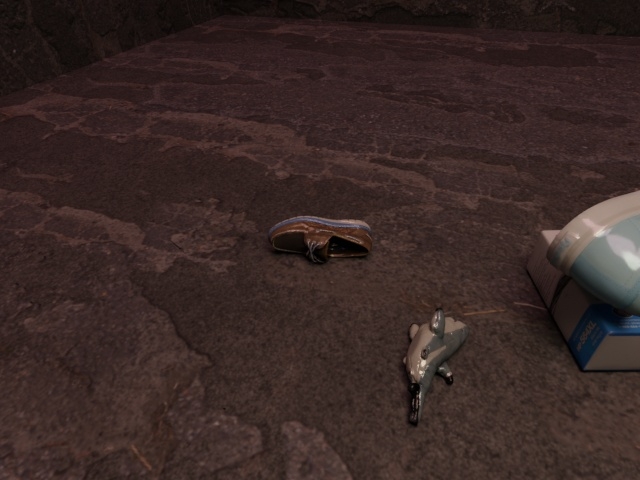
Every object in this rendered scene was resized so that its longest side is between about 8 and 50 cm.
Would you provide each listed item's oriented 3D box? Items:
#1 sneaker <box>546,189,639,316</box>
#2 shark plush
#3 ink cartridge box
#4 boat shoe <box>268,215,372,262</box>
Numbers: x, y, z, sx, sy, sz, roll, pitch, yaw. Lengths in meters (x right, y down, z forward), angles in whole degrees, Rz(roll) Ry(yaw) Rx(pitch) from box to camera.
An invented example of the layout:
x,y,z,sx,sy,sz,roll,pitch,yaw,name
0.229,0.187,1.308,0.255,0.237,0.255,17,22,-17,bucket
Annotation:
x,y,z,sx,sy,sz,roll,pitch,yaw,name
0.474,0.000,0.523,0.366,0.135,0.150,-22,51,-12,sneaker
0.149,0.156,0.536,0.067,0.073,0.161,35,40,-2,shark plush
0.410,0.074,0.589,0.149,0.085,0.203,-2,40,1,ink cartridge box
0.000,0.000,0.724,0.184,0.066,0.066,-4,41,-1,boat shoe
